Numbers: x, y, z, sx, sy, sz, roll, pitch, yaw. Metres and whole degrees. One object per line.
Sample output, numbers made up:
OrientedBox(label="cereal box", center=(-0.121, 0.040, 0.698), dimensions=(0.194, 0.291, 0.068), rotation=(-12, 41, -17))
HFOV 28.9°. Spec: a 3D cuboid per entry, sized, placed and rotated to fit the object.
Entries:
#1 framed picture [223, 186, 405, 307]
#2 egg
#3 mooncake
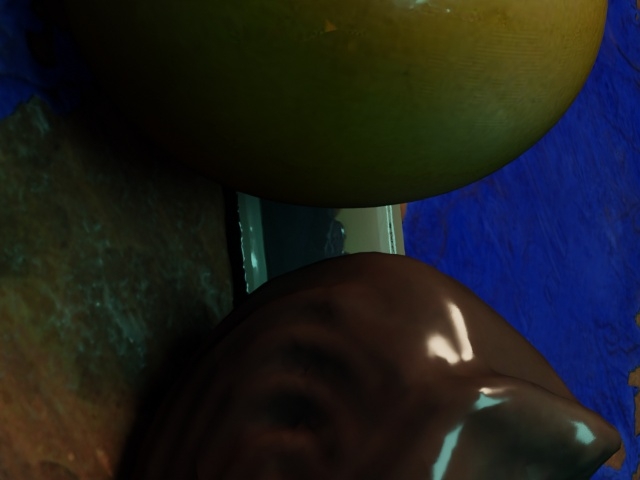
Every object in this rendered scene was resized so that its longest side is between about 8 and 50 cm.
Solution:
OrientedBox(label="framed picture", center=(0.001, 0.000, 0.958), dimensions=(0.192, 0.018, 0.266), rotation=(-4, 88, -48))
OrientedBox(label="egg", center=(0.012, -0.161, 0.776), dimensions=(0.351, 0.282, 0.283), rotation=(4, 81, -23))
OrientedBox(label="mooncake", center=(0.018, 0.186, 0.734), dimensions=(0.174, 0.334, 0.326), rotation=(31, 102, -41))
